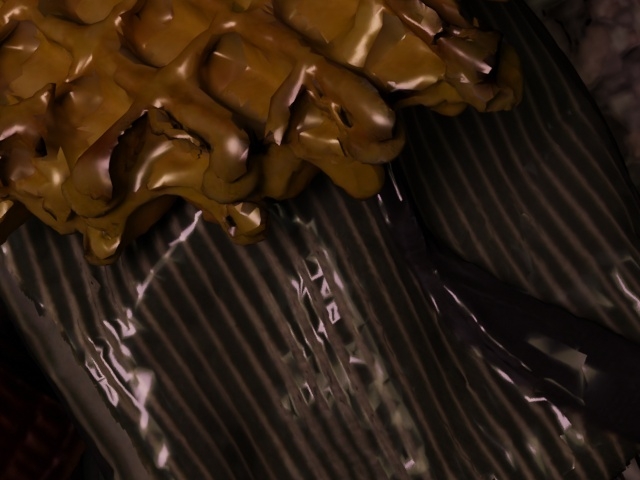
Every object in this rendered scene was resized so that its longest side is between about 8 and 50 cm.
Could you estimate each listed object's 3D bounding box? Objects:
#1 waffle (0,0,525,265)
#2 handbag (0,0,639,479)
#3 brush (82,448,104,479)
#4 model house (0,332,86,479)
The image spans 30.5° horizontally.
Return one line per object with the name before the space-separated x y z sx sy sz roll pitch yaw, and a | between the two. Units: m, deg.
waffle | -0.052 -0.104 0.376 0.231 0.051 0.229 -11 69 11
handbag | 0.000 0.000 0.486 0.240 0.247 0.341 -31 79 0
brush | -0.064 0.223 0.573 0.068 0.060 0.297 -25 65 35
model house | -0.220 0.138 0.577 0.282 0.297 0.317 35 79 5
